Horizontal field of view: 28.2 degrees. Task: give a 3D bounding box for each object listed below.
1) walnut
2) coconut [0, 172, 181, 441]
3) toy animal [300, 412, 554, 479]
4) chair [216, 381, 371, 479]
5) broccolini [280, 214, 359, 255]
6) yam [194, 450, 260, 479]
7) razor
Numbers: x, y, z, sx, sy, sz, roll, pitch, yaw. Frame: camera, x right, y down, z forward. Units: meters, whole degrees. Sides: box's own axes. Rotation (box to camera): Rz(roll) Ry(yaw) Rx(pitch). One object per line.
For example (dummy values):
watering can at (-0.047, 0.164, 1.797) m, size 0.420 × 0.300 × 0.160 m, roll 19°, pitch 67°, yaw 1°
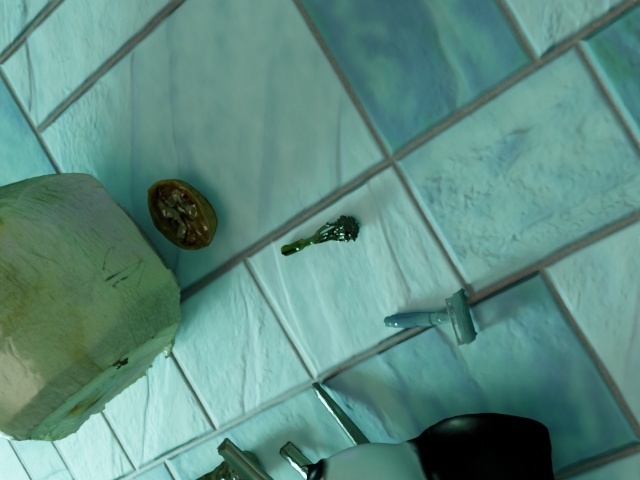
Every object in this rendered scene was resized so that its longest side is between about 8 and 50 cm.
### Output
walnut at (-0.186, -0.041, 1.792) m, size 0.121 × 0.052 × 0.091 m, roll 44°, pitch 128°, yaw 13°
coconut at (-0.415, 0.083, 1.808) m, size 0.404 × 0.404 × 0.404 m, roll 15°, pitch 117°, yaw 32°
toy animal at (0.130, 0.334, 1.530) m, size 0.310 × 0.251 × 0.251 m, roll -5°, pitch 108°, yaw 7°
chair at (0.003, 0.375, 1.733) m, size 0.274 × 0.203 × 0.190 m, roll 45°, pitch 141°, yaw 25°
broccolini at (0.000, 0.000, 1.689) m, size 0.035 × 0.030 × 0.140 m, roll 36°, pitch 143°, yaw -26°
yam at (-0.185, 0.396, 1.973) m, size 0.274 × 0.061 × 0.061 m, roll -37°, pitch 84°, yaw 42°
razor at (0.133, 0.100, 1.621) m, size 0.135 × 0.040 × 0.068 m, roll -7°, pitch 103°, yaw 46°
